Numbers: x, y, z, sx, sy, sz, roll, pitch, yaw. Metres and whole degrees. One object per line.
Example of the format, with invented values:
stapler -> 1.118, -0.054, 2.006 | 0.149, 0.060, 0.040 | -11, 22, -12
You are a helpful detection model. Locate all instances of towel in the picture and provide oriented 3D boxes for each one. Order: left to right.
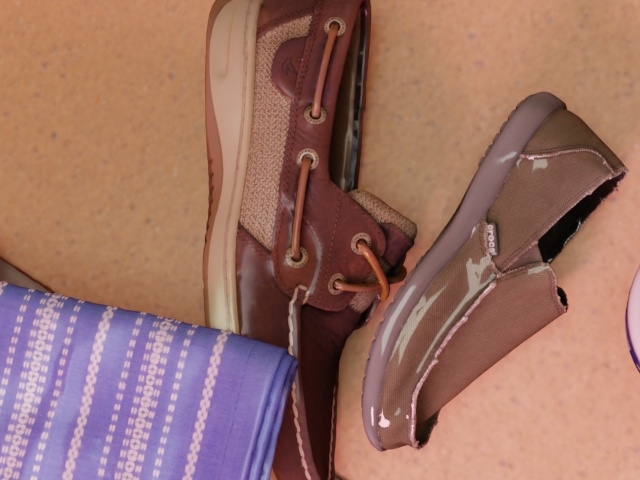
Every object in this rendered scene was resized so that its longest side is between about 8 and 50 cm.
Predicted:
towel -> -0.196, 0.144, 0.771 | 0.336, 0.040, 0.243 | 11, 79, 12

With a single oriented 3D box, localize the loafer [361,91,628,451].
loafer -> 0.109, 0.029, 0.826 | 0.087, 0.094, 0.251 | 29, 90, 18

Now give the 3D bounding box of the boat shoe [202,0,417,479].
boat shoe -> 0.000, 0.000, 0.845 | 0.123, 0.123, 0.341 | -5, 77, 13

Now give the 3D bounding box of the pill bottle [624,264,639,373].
pill bottle -> 0.230, 0.047, 0.750 | 0.112, 0.187, 0.112 | -2, 83, 13
